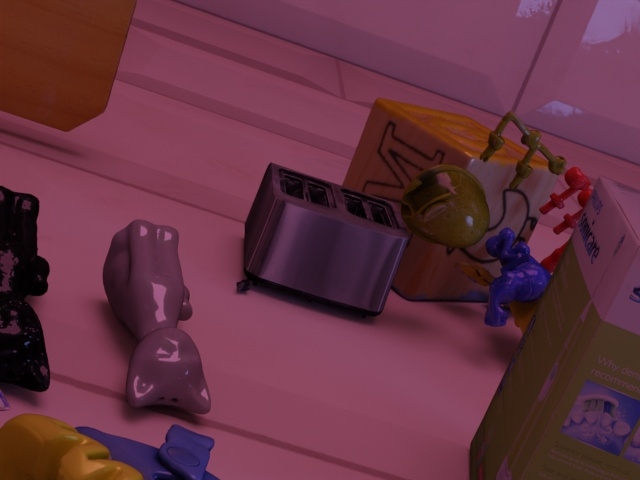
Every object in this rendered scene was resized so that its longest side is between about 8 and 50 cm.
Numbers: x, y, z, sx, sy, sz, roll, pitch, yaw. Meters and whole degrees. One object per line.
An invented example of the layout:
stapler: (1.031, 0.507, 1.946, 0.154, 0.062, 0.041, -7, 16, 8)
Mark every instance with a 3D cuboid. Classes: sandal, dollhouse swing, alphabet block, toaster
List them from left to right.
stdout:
dollhouse swing: (-0.412, -0.348, 1.327, 0.305, 0.347, 0.315, 11, 21, -24)
sandal: (-0.051, 0.191, 0.573, 0.317, 0.126, 0.138, 35, 19, 32)
toaster: (0.000, 0.000, 1.168, 0.168, 0.110, 0.186, 17, 19, -9)
alphabet block: (0.154, -0.051, 1.337, 0.192, 0.197, 0.193, 2, 26, -42)

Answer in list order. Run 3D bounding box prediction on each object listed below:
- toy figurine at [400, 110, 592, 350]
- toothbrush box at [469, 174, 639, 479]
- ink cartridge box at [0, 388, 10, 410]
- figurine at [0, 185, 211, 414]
toy figurine: (0.265, 0.051, 1.159, 0.362, 0.191, 0.217, 37, 23, -47)
toothbrush box: (0.225, 0.116, 0.809, 0.122, 0.283, 0.206, 21, 18, 1)
ink cartridge box: (-0.329, 0.080, 0.663, 0.208, 0.045, 0.206, 6, 16, -32)
figurine: (-0.195, 0.061, 0.853, 0.215, 0.092, 0.209, 13, 28, -23)
